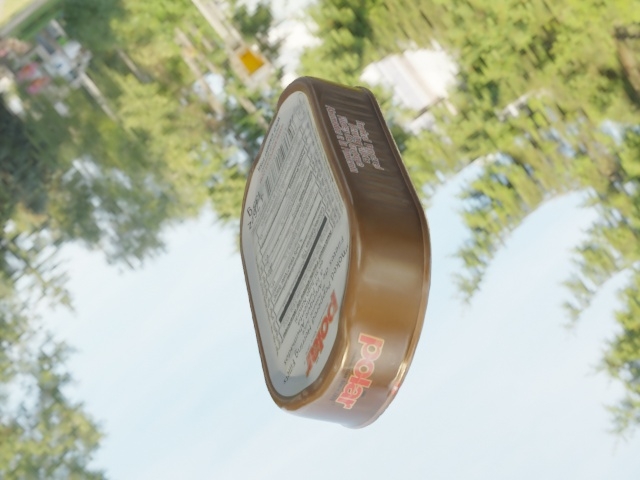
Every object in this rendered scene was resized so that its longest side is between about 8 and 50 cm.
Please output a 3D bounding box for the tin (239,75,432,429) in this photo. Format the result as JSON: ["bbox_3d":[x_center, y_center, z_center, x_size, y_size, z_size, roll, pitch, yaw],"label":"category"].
[{"bbox_3d":[0.000,0.000,0.514,0.190,0.040,0.106,-107,-149,-53],"label":"tin"}]
